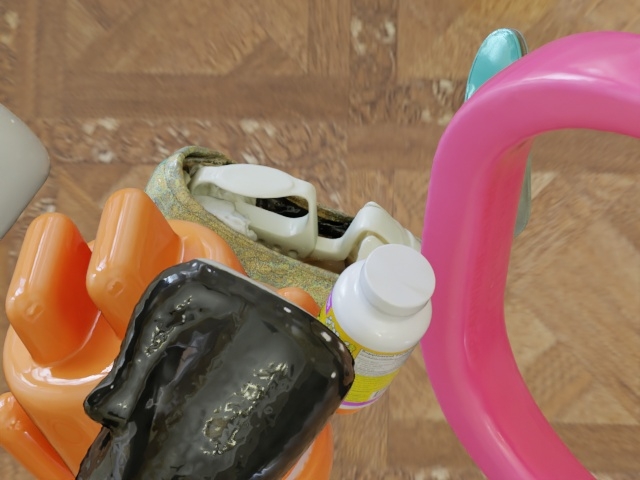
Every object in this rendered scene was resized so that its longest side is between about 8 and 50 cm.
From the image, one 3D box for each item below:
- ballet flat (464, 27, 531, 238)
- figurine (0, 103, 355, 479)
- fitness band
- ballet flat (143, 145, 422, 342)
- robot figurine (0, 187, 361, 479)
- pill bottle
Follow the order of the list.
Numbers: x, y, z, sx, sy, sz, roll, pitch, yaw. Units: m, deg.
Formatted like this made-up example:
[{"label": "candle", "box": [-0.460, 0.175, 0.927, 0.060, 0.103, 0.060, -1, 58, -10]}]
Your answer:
[{"label": "ballet flat", "box": [0.178, -0.101, 1.488, 0.072, 0.068, 0.213, -6, 68, 35]}, {"label": "figurine", "box": [-0.127, 0.073, 0.515, 0.215, 0.092, 0.209, 35, 75, -15]}, {"label": "fitness band", "box": [0.133, 0.044, 0.658, 0.209, 0.291, 0.054, 33, 54, 25]}, {"label": "ballet flat", "box": [0.000, 0.000, 1.450, 0.348, 0.123, 0.123, 20, 89, -4]}, {"label": "robot figurine", "box": [-0.074, 0.078, 0.758, 0.158, 0.128, 0.219, -40, 127, -14]}, {"label": "pill bottle", "box": [0.021, 0.036, 0.650, 0.043, 0.083, 0.043, 9, 55, -13]}]
